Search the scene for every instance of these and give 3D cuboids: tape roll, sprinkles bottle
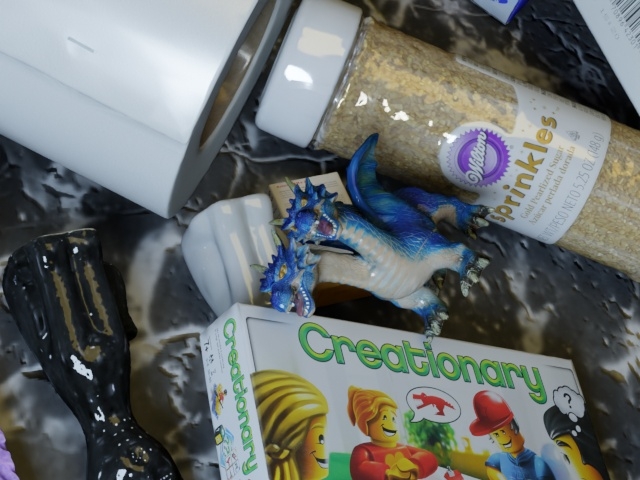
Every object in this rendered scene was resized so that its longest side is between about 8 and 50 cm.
[{"bbox_3d":[-0.129,-0.160,0.885,0.169,0.246,0.246,28,54,0],"label":"tape roll"},{"bbox_3d":[0.130,-0.083,0.998,0.355,0.121,0.121,22,54,-5],"label":"sprinkles bottle"}]

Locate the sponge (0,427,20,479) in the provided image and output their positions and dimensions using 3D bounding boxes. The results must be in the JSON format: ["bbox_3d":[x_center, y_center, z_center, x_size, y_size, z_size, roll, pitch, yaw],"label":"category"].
[{"bbox_3d":[-0.295,0.159,0.751,0.210,0.031,0.117,-16,65,-28],"label":"sponge"}]

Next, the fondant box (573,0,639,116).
[{"bbox_3d":[0.381,-0.211,1.134,0.330,0.096,0.238,0,57,-39],"label":"fondant box"}]

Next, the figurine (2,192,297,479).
[{"bbox_3d":[-0.086,0.090,0.844,0.215,0.092,0.209,-13,72,-26],"label":"figurine"}]

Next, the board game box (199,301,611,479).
[{"bbox_3d":[0.074,0.155,0.806,0.305,0.053,0.193,12,51,-35],"label":"board game box"}]

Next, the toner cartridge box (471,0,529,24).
[{"bbox_3d":[0.219,-0.373,1.247,0.165,0.075,0.348,38,54,8],"label":"toner cartridge box"}]

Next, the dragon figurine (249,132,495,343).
[{"bbox_3d":[0.039,-0.017,0.861,0.144,0.085,0.289,32,25,-5],"label":"dragon figurine"}]

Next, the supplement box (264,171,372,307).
[{"bbox_3d":[0.000,0.000,0.951,0.062,0.036,0.098,-12,64,-26],"label":"supplement box"}]
